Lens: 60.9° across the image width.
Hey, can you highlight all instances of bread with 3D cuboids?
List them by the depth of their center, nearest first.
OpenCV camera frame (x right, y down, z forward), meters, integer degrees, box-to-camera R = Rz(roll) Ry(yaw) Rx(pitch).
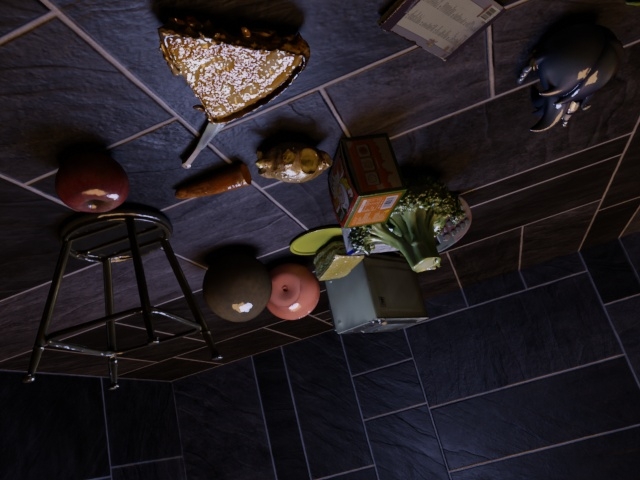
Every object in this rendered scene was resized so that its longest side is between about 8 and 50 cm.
[{"bbox_3d":[0.068,0.069,2.077,0.138,0.102,0.196,-6,154,-29],"label":"bread"}]

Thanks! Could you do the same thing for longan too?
[{"bbox_3d":[-0.289,0.164,1.924,0.258,0.258,0.258,-13,159,-5],"label":"longan"}]

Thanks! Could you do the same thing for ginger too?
[{"bbox_3d":[-0.074,-0.195,1.361,0.216,0.102,0.157,-3,-177,-41],"label":"ginger"}]

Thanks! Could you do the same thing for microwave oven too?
[{"bbox_3d":[0.227,0.226,2.332,0.247,0.332,0.394,-25,158,37],"label":"microwave oven"}]

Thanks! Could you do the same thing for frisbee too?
[{"bbox_3d":[0.000,0.000,2.022,0.236,0.017,0.236,-13,159,-5],"label":"frisbee"}]

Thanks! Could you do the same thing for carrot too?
[{"bbox_3d":[-0.287,-0.144,1.417,0.210,0.061,0.061,-15,160,12],"label":"carrot"}]

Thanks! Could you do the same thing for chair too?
[{"bbox_3d":[-0.538,0.152,1.490,0.365,0.410,0.362,-18,158,9],"label":"chair"}]

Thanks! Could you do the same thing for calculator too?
[{"bbox_3d":[0.400,-0.055,1.910,0.299,0.185,0.041,-28,-173,-14],"label":"calculator"}]

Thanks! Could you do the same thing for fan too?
[{"bbox_3d":[-0.255,-0.245,1.225,0.057,0.023,0.282,2,152,-41],"label":"fan"}]

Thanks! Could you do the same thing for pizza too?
[{"bbox_3d":[-0.189,-0.311,1.021,0.288,0.074,0.251,1,152,-32],"label":"pizza"}]

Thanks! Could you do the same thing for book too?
[{"bbox_3d":[0.239,-0.440,1.064,0.231,0.026,0.157,5,148,-44],"label":"book"}]

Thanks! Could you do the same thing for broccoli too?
[{"bbox_3d":[0.264,-0.067,1.697,0.375,0.302,0.249,-16,119,0],"label":"broccoli"}]

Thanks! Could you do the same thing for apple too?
[{"bbox_3d":[-0.506,-0.129,1.208,0.154,0.119,0.153,-12,165,-3],"label":"apple"}]

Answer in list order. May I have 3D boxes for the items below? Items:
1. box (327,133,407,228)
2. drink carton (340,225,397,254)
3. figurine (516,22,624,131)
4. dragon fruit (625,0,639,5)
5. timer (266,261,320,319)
[{"bbox_3d":[0.117,-0.157,1.479,0.148,0.177,0.195,-10,159,-14],"label":"box"},{"bbox_3d":[0.240,-0.032,1.939,0.315,0.130,0.106,-4,165,-25],"label":"drink carton"},{"bbox_3d":[0.569,-0.374,1.258,0.197,0.175,0.265,-2,148,-18],"label":"figurine"},{"bbox_3d":[0.654,-0.528,0.949,0.198,0.200,0.269,-14,-160,-20],"label":"dragon fruit"},{"bbox_3d":[-0.117,0.200,2.160,0.230,0.229,0.215,-17,168,6],"label":"timer"}]
